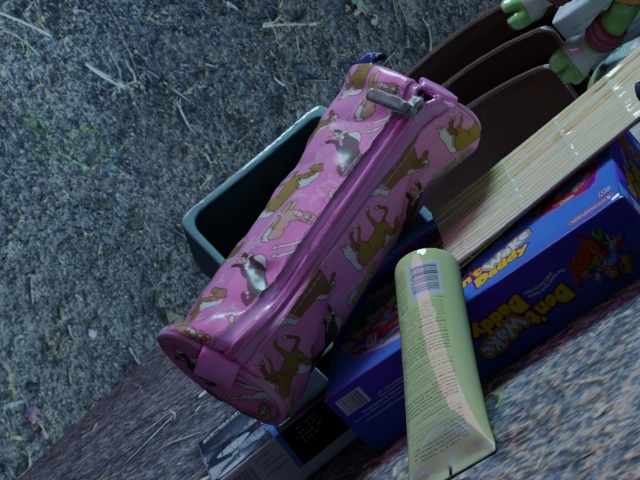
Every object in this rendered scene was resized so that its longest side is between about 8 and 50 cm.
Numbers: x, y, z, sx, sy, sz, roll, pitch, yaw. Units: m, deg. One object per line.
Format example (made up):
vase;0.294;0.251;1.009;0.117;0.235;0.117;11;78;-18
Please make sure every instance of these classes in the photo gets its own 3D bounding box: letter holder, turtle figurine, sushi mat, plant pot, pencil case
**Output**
letter holder;0.232;-0.184;2.397;0.302;0.214;0.152;-34;8;33
turtle figurine;0.304;-0.251;1.880;0.266;0.198;0.274;-32;47;59
sushi mat;0.235;-0.094;1.667;0.316;0.019;0.151;-40;19;10
plant pot;-0.016;0.027;2.261;0.247;0.248;0.252;-41;-11;-17
pencil case;0.000;0.000;1.713;0.160;0.167;0.386;20;67;41

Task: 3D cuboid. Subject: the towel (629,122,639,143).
towel;0.348;-0.094;1.892;0.187;0.049;0.282;-31;9;43

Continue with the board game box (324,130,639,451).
board game box;0.166;0.030;1.690;0.347;0.078;0.233;-36;19;20

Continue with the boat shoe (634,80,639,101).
boat shoe;0.393;-0.128;1.380;0.127;0.158;0.340;-43;8;-35

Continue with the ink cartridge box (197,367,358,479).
ink cartridge box;-0.051;0.211;1.908;0.165;0.065;0.333;-40;6;-5

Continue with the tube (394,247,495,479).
tube;0.103;0.111;1.506;0.240;0.062;0.070;-94;8;-46

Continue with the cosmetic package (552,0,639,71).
cosmetic package;0.407;-0.265;2.086;0.151;0.183;0.151;-34;14;36

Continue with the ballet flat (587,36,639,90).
ballet flat;0.391;-0.201;1.987;0.221;0.077;0.079;-29;15;34
